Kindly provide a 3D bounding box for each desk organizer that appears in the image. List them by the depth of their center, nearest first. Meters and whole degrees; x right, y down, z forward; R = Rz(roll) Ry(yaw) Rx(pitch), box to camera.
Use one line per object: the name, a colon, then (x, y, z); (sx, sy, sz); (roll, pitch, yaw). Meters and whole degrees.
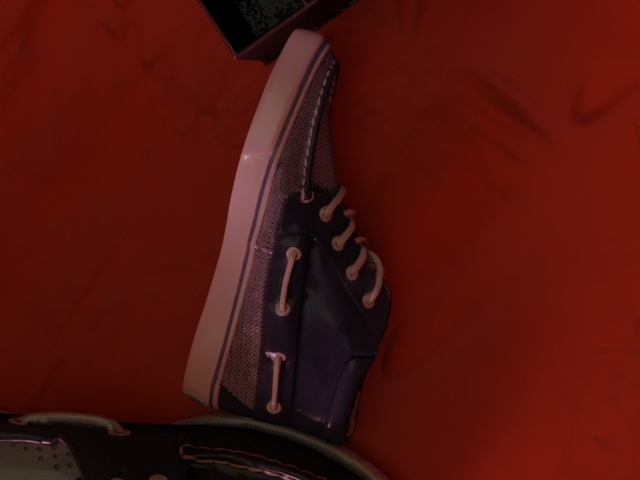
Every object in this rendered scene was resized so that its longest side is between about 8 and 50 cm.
desk organizer: (0.006, -0.137, 0.890); (0.130, 0.050, 0.047); (-34, 85, 15)

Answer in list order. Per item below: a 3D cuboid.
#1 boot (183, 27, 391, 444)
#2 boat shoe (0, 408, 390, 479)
boot: (0.000, 0.000, 0.901); (0.086, 0.069, 0.190); (17, 107, 7)
boat shoe: (-0.111, 0.138, 0.923); (0.302, 0.091, 0.114); (1, 95, 16)
